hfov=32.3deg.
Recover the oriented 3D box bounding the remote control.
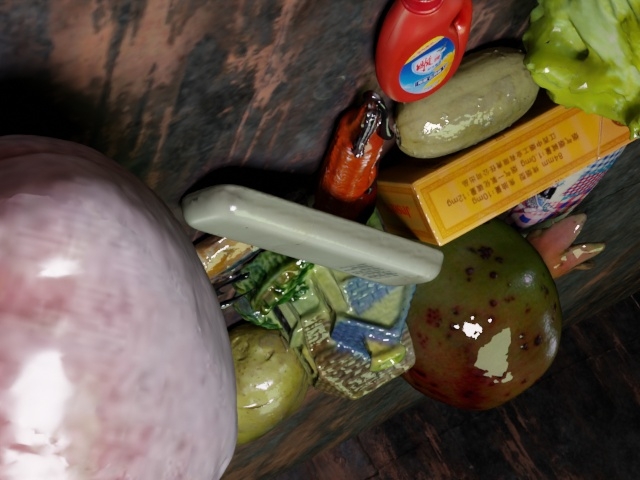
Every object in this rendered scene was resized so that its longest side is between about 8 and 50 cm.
[{"bbox_3d":[-0.001,0.000,1.102,0.309,0.038,0.090,17,161,-40],"label":"remote control"}]

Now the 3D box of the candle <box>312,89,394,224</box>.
[{"bbox_3d":[0.036,-0.075,1.119,0.084,0.059,0.302,-38,168,-19],"label":"candle"}]

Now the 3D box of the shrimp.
[{"bbox_3d":[-0.093,0.023,1.185,0.219,0.046,0.152,-35,163,8],"label":"shrimp"}]

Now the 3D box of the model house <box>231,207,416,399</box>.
[{"bbox_3d":[0.021,0.088,1.328,0.195,0.189,0.214,-27,164,-20],"label":"model house"}]

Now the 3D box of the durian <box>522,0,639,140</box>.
[{"bbox_3d":[0.307,-0.243,0.872,0.339,0.204,0.256,-35,151,8],"label":"durian"}]

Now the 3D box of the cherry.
[{"bbox_3d":[-0.195,0.082,0.774,0.326,0.291,0.335,-60,157,-69],"label":"cherry"}]

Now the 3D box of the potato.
[{"bbox_3d":[-0.103,0.198,1.509,0.169,0.143,0.248,-28,172,-25],"label":"potato"}]

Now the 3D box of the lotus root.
[{"bbox_3d":[0.156,-0.140,1.100,0.183,0.077,0.090,-25,162,-14],"label":"lotus root"}]

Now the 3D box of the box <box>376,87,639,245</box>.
[{"bbox_3d":[0.201,-0.094,1.197,0.274,0.076,0.174,-28,-168,-10],"label":"box"}]

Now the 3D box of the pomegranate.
[{"bbox_3d":[0.216,0.064,1.529,0.323,0.290,0.291,-57,166,-11],"label":"pomegranate"}]

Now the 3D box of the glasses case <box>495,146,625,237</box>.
[{"bbox_3d":[0.334,-0.084,1.560,0.125,0.076,0.327,-25,163,-25],"label":"glasses case"}]

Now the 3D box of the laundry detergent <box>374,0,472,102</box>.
[{"bbox_3d":[0.090,-0.181,0.927,0.097,0.049,0.165,-35,163,-11],"label":"laundry detergent"}]
